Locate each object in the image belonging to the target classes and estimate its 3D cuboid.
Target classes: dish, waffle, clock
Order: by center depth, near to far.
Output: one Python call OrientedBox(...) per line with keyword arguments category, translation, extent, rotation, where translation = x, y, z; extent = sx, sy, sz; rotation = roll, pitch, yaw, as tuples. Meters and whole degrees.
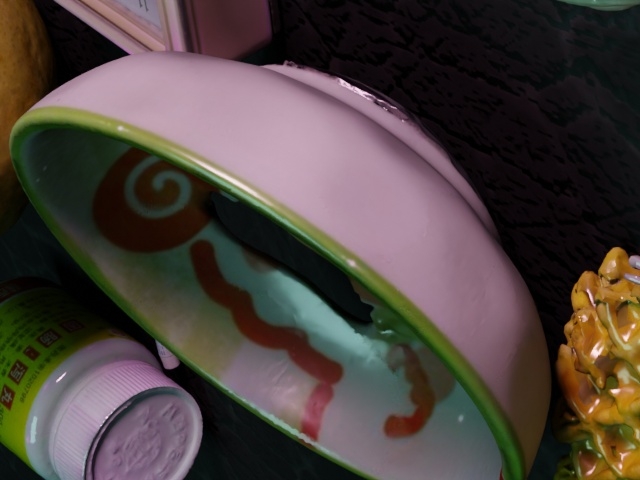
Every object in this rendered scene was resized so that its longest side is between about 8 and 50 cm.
OrientedBox(category="waffle", translation=(0.196, 0.113, 0.787), extent=(0.228, 0.051, 0.232), rotation=(35, 148, 41))
OrientedBox(category="dish", translation=(0.000, 0.000, 0.879), extent=(0.324, 0.124, 0.324), rotation=(32, 160, 13))
OrientedBox(category="clock", translation=(-0.114, -0.188, 0.922), extent=(0.192, 0.071, 0.147), rotation=(37, 150, 32))

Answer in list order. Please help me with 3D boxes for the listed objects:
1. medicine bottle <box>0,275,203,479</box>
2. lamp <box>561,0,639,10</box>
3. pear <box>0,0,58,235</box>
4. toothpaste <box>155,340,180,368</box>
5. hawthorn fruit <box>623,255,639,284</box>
OrientedBox(category="medicine bottle", translation=(-0.215, 0.131, 1.416), extent=(0.225, 0.139, 0.139), rotation=(30, 146, 42))
OrientedBox(category="lamp", translation=(0.098, -0.168, 0.555), extent=(0.106, 0.106, 0.193), rotation=(29, 135, 43))
OrientedBox(category="pear", translation=(-0.344, -0.115, 1.156), extent=(0.304, 0.304, 0.304), rotation=(40, 152, 27))
OrientedBox(category="toothpaste", translation=(-0.132, 0.067, 1.342), extent=(0.024, 0.015, 0.083), rotation=(20, 133, 52))
OrientedBox(category="hawthorn fruit", translation=(0.209, 0.102, 0.586), extent=(0.299, 0.211, 0.211), rotation=(53, 159, 37))
